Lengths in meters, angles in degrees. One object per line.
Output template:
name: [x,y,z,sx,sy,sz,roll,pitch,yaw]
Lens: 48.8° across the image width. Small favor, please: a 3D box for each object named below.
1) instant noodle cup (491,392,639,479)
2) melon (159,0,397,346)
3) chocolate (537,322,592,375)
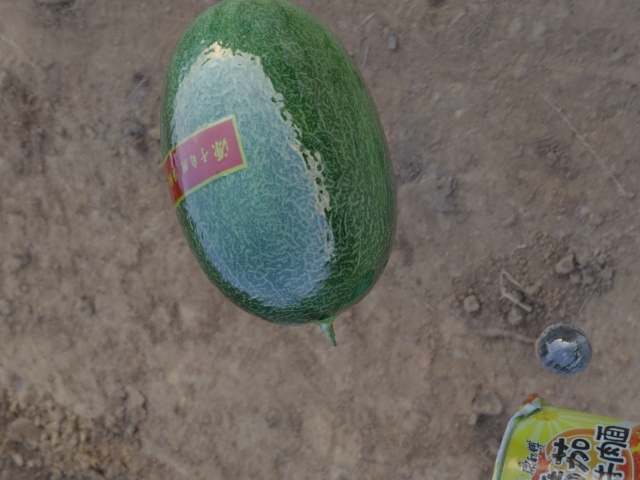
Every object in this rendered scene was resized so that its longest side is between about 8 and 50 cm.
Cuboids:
instant noodle cup: [0.334,0.317,0.793,0.200,0.264,0.264,-4,114,39]
melon: [-0.032,-0.054,0.565,0.182,0.182,0.288,-30,72,44]
chocolate: [0.501,0.225,1.452,0.110,0.248,0.110,-4,77,20]
